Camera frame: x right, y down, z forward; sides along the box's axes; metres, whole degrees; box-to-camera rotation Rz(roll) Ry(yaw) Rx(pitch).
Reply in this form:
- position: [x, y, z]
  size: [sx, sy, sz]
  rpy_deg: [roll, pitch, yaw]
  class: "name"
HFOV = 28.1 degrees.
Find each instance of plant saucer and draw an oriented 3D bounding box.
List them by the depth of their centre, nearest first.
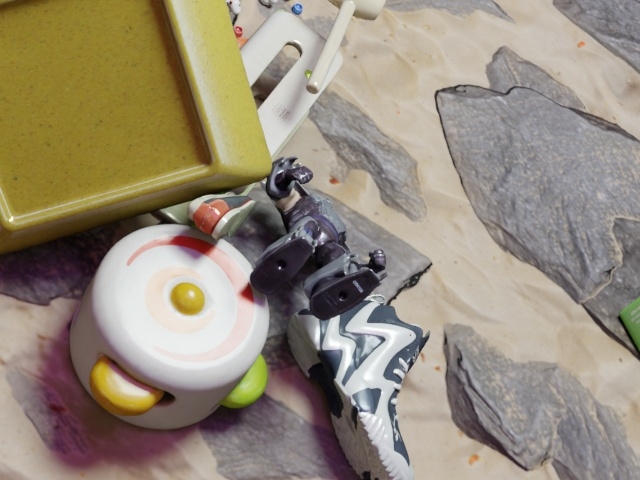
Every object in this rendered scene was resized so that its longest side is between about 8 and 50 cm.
- position: [-0.242, -0.153, 1.281]
  size: [0.333, 0.333, 0.081]
  rpy_deg: [-16, 26, -1]
  class: "plant saucer"

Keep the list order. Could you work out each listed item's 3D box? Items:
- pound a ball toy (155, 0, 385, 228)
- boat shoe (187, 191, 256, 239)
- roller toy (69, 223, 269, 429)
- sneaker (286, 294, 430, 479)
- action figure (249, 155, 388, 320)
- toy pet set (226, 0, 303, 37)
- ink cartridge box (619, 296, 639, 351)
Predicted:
- position: [-0.076, -0.180, 1.499]
  size: [0.136, 0.208, 0.319]
  rpy_deg: [36, 53, -2]
  class: "pound a ball toy"
- position: [-0.104, -0.030, 1.352]
  size: [0.043, 0.049, 0.137]
  rpy_deg: [33, 11, 6]
  class: "boat shoe"
- position: [-0.159, 0.087, 1.337]
  size: [0.209, 0.146, 0.191]
  rpy_deg: [-9, 65, -29]
  class: "roller toy"
- position: [0.079, 0.160, 1.438]
  size: [0.153, 0.094, 0.235]
  rpy_deg: [-21, 61, -24]
  class: "sneaker"
- position: [0.000, 0.000, 1.431]
  size: [0.185, 0.099, 0.285]
  rpy_deg: [41, 15, -11]
  class: "action figure"
- position: [-0.087, -0.343, 1.681]
  size: [0.122, 0.065, 0.114]
  rpy_deg: [-30, 77, -36]
  class: "toy pet set"
- position: [0.527, 0.154, 1.589]
  size: [0.115, 0.198, 0.273]
  rpy_deg: [-14, 69, -33]
  class: "ink cartridge box"
